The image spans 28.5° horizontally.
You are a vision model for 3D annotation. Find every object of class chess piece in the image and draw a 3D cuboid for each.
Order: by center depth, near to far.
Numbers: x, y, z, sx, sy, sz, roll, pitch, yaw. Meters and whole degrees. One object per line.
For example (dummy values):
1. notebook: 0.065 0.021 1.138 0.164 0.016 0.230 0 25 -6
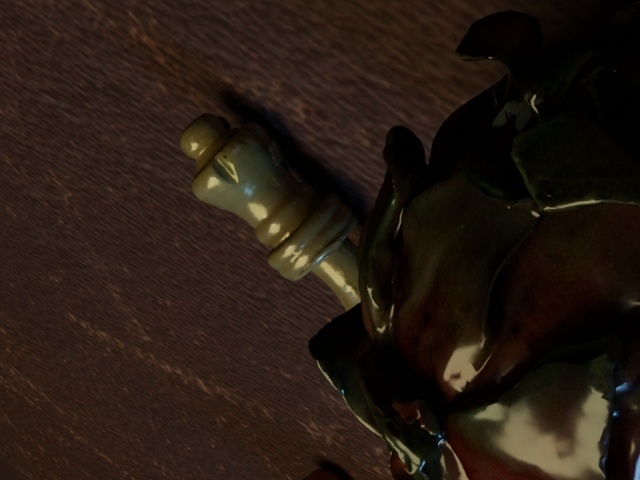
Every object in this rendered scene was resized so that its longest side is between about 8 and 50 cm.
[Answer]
1. chess piece: -0.001 0.001 0.622 0.172 0.060 0.060 43 156 -5

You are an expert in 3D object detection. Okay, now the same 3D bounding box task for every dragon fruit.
1. dragon fruit: 0.088 0.024 0.403 0.182 0.182 0.188 28 172 23

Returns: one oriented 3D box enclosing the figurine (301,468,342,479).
1. figurine: 0.023 0.226 0.980 0.109 0.064 0.047 51 176 -5
